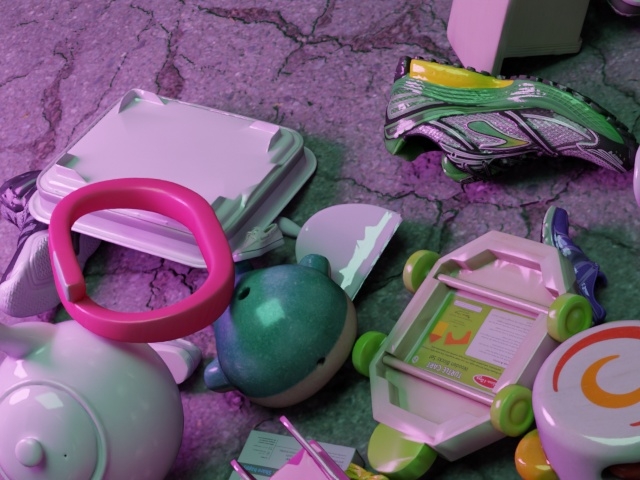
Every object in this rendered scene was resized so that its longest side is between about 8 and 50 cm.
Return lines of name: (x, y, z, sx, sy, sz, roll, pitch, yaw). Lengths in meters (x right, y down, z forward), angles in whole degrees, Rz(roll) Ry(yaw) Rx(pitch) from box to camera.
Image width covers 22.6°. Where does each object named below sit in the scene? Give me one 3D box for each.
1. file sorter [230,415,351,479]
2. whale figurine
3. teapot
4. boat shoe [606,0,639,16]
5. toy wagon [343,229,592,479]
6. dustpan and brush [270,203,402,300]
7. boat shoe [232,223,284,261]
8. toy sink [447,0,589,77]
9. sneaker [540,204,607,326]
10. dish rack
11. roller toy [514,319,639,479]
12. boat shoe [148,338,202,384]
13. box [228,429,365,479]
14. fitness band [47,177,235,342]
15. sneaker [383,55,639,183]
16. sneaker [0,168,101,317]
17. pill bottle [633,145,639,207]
file sorter: (-0.069, 0.352, 1.652, 0.291, 0.182, 0.202, -42, 64, -5)
whale figurine: (-0.078, 0.087, 1.954, 0.216, 0.141, 0.272, -48, 37, -6)
teapot: (-0.291, 0.225, 1.856, 0.256, 0.252, 0.187, 25, 20, 12)
boat shoe: (0.400, -0.405, 2.183, 0.109, 0.091, 0.305, 8, 49, -15)
toy wagon: (0.149, 0.146, 1.812, 0.267, 0.068, 0.344, 18, 71, 52)
dustpan and brush: (0.000, 0.000, 2.064, 0.211, 0.060, 0.147, 27, 80, 33)
boat shoe: (-0.082, 0.001, 2.035, 0.035, 0.035, 0.100, -12, 8, 39)
toy sink: (0.273, -0.331, 2.134, 0.131, 0.234, 0.152, -5, 42, -18)
sneaker: (0.299, 0.034, 1.889, 0.071, 0.068, 0.170, -8, 56, 0)
dish rack: (-0.201, -0.101, 2.154, 0.333, 0.072, 0.285, 16, 43, 24)
roller toy: (0.323, 0.195, 1.667, 0.191, 0.146, 0.209, 24, 55, 40)
boat shoe: (-0.239, 0.140, 2.041, 0.184, 0.066, 0.063, 1, 16, 22)
box: (-0.049, 0.313, 1.825, 0.145, 0.038, 0.186, 6, 57, 30)
fitness band: (-0.215, 0.020, 1.913, 0.209, 0.054, 0.291, -7, 36, -15)
sneaker: (0.239, -0.129, 2.023, 0.344, 0.134, 0.146, 13, 84, 30)
sneaker: (-0.397, -0.005, 2.227, 0.153, 0.101, 0.268, 9, 51, 32)
pill bottle: (0.455, -0.075, 1.875, 0.160, 0.087, 0.087, 2, 54, 28)
